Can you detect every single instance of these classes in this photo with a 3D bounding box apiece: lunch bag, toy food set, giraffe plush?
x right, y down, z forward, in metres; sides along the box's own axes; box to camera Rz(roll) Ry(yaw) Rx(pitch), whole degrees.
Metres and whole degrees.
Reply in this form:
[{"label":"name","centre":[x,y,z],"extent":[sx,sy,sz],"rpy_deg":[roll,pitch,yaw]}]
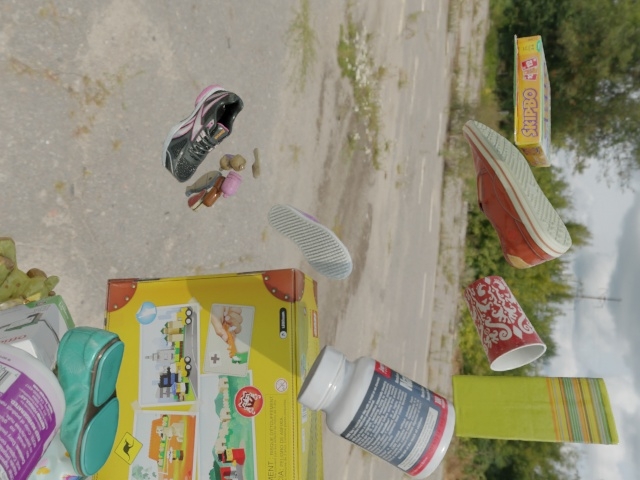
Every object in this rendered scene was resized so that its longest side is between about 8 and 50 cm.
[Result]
[{"label":"lunch bag","centre":[-0.527,0.428,0.941],"extent":[0.160,0.223,0.262],"rpy_deg":[48,48,-1]},{"label":"toy food set","centre":[-0.132,-0.076,0.617],"extent":[0.019,0.122,0.078],"rpy_deg":[43,26,-43]},{"label":"giraffe plush","centre":[-0.807,0.115,1.292],"extent":[0.170,0.181,0.210],"rpy_deg":[19,52,-39]}]

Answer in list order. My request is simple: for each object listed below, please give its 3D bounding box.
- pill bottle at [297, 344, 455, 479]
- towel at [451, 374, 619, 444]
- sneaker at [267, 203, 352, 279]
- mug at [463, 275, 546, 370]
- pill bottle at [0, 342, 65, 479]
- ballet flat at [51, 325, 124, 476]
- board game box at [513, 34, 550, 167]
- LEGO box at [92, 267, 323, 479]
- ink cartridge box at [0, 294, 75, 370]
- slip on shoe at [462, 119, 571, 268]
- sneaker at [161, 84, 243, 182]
[{"label":"pill bottle","centre":[0.067,0.212,0.616],"extent":[0.108,0.180,0.108],"rpy_deg":[-61,180,-1]},{"label":"towel","centre":[0.335,0.268,0.771],"extent":[0.021,0.237,0.102],"rpy_deg":[69,23,-54]},{"label":"sneaker","centre":[0.000,-0.001,1.305],"extent":[0.102,0.282,0.161],"rpy_deg":[-51,156,12]},{"label":"mug","centre":[0.365,0.178,1.010],"extent":[0.150,0.113,0.169],"rpy_deg":[115,-32,-46]},{"label":"pill bottle","centre":[-0.392,0.247,0.458],"extent":[0.301,0.169,0.169],"rpy_deg":[-91,176,-66]},{"label":"ballet flat","centre":[-0.324,0.214,0.659],"extent":[0.083,0.087,0.247],"rpy_deg":[-47,156,-62]},{"label":"board game box","centre":[0.288,-0.175,0.649],"extent":[0.259,0.039,0.124],"rpy_deg":[-2,92,-59]},{"label":"LEGO box","centre":[-0.195,0.317,0.888],"extent":[0.193,0.372,0.500],"rpy_deg":[48,39,-72]},{"label":"ink cartridge box","centre":[-0.620,0.211,0.983],"extent":[0.219,0.160,0.092],"rpy_deg":[-134,-151,-68]},{"label":"slip on shoe","centre":[0.321,-0.094,0.861],"extent":[0.123,0.101,0.331],"rpy_deg":[13,48,-32]},{"label":"sneaker","centre":[-0.189,-0.175,0.782],"extent":[0.072,0.077,0.178],"rpy_deg":[33,81,-51]}]
